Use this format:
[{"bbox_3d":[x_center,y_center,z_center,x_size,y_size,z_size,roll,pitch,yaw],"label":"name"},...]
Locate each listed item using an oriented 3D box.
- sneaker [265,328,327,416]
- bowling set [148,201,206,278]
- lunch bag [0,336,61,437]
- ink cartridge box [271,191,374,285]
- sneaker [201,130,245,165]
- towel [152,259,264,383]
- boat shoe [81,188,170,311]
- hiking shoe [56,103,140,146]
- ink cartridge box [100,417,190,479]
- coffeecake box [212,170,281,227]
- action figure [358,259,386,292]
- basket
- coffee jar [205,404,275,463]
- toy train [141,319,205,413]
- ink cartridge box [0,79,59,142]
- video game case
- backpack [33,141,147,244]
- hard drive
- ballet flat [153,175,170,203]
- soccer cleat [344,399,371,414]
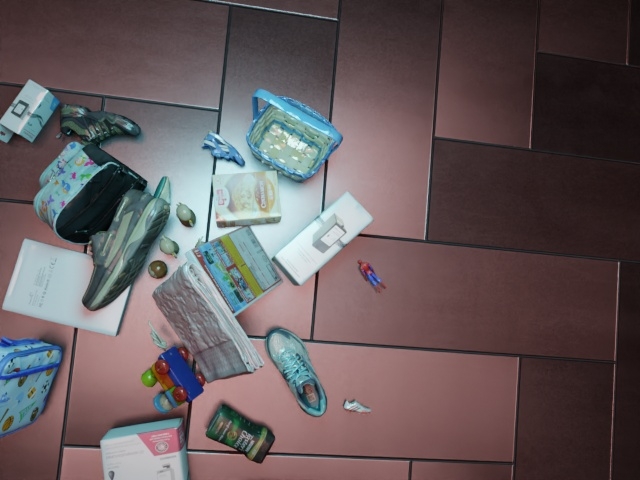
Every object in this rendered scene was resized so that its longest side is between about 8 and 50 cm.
[{"bbox_3d":[-0.058,0.376,1.528,0.110,0.122,0.282,-32,91,-10],"label":"sneaker"},{"bbox_3d":[-0.382,0.060,1.487,0.200,0.154,0.286,-33,91,-9],"label":"bowling set"},{"bbox_3d":[-0.778,0.359,1.334,0.115,0.303,0.243,20,84,2],"label":"lunch bag"},{"bbox_3d":[0.000,0.000,1.524,0.273,0.198,0.114,-42,91,-9],"label":"ink cartridge box"},{"bbox_3d":[-0.285,-0.260,1.576,0.144,0.053,0.059,37,81,4],"label":"sneaker"},{"bbox_3d":[-0.312,0.227,1.407,0.053,0.332,0.316,-34,92,-36],"label":"towel"},{"bbox_3d":[-0.541,0.021,1.435,0.130,0.132,0.355,32,91,5],"label":"boat shoe"},{"bbox_3d":[-0.628,-0.312,1.523,0.227,0.086,0.114,12,98,-2],"label":"hiking shoe"},{"bbox_3d":[-0.465,0.650,1.453,0.208,0.117,0.282,-7,87,-9],"label":"ink cartridge box"},{"bbox_3d":[-0.213,-0.120,1.547,0.186,0.068,0.142,-6,76,-9],"label":"coffeecake box"},{"bbox_3d":[0.153,0.106,1.626,0.038,0.030,0.115,-37,87,-14],"label":"action figure"},{"bbox_3d":[-0.081,-0.295,1.486,0.255,0.289,0.201,31,79,-6],"label":"basket"},{"bbox_3d":[-0.224,0.550,1.514,0.185,0.079,0.096,30,82,-6],"label":"coffee jar"},{"bbox_3d":[-0.445,0.353,1.483,0.143,0.105,0.248,-37,86,25],"label":"toy train"},{"bbox_3d":[-0.810,-0.340,1.477,0.060,0.104,0.180,31,83,-6],"label":"ink cartridge box"},{"bbox_3d":[-0.226,0.077,1.467,0.025,0.285,0.204,-31,91,29],"label":"video game case"},{"bbox_3d":[-0.628,-0.121,1.433,0.191,0.225,0.253,34,86,18],"label":"backpack"},{"bbox_3d":[-0.694,0.132,1.494,0.308,0.040,0.202,16,84,-7],"label":"hard drive"},{"bbox_3d":[-0.464,-0.103,1.545,0.052,0.057,0.168,27,86,-34],"label":"ballet flat"},{"bbox_3d":[0.112,0.496,1.593,0.084,0.029,0.035,9,89,-3],"label":"soccer cleat"}]
